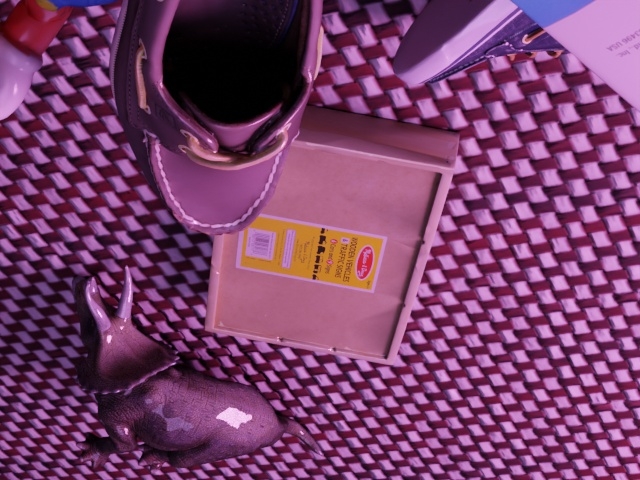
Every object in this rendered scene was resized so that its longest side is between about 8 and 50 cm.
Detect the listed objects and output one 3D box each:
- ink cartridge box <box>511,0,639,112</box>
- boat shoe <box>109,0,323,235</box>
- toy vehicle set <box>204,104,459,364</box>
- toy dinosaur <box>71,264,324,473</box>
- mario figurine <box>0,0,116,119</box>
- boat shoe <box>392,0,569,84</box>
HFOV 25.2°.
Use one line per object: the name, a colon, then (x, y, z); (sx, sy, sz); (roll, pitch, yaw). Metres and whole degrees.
ink cartridge box: (0.235, -0.173, 0.715); (0.270, 0.197, 0.198); (35, 136, -28)
boat shoe: (-0.055, -0.100, 0.800); (0.117, 0.096, 0.324); (-4, 143, -12)
toy vehicle set: (0.000, 0.000, 1.123); (0.166, 0.035, 0.266); (11, 143, -1)
toy dinosaur: (-0.120, 0.158, 1.287); (0.314, 0.121, 0.160); (33, 150, -21)
mario figurine: (-0.162, -0.158, 0.842); (0.321, 0.170, 0.198); (-2, 107, 3)
boat shoe: (0.130, -0.136, 0.894); (0.083, 0.065, 0.183); (33, 136, -25)
